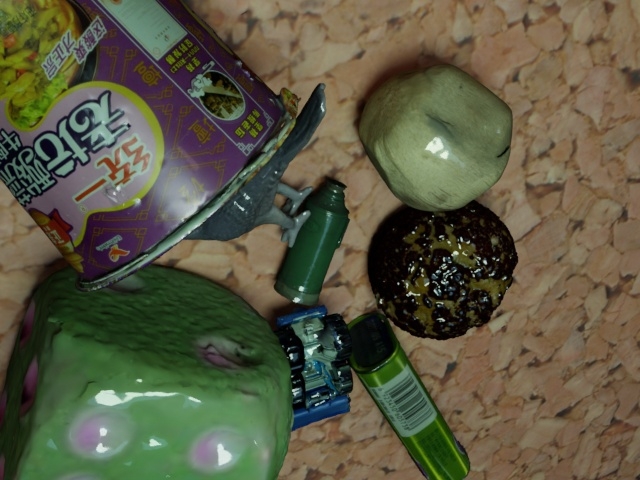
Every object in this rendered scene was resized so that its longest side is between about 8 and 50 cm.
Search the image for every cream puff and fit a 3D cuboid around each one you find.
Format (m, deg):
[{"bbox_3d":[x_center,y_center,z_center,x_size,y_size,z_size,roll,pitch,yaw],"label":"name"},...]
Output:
[{"bbox_3d":[0.197,0.049,1.089,0.239,0.165,0.239,-10,120,-18],"label":"cream puff"}]

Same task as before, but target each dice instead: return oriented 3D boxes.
[{"bbox_3d":[-0.238,0.232,0.913,0.318,0.330,0.322,15,107,-28],"label":"dice"}]

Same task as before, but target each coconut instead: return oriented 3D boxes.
[{"bbox_3d":[0.168,-0.135,0.965,0.224,0.224,0.224,-9,117,-17],"label":"coconut"}]

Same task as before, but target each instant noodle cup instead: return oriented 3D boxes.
[{"bbox_3d":[-0.228,-0.152,0.756,0.340,0.340,0.266,-39,112,0],"label":"instant noodle cup"}]

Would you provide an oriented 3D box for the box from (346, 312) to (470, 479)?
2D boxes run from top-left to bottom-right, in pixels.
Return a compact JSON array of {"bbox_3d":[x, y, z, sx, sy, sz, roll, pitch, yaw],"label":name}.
[{"bbox_3d":[0.150,0.282,1.202,0.097,0.134,0.345,-34,121,-3],"label":"box"}]

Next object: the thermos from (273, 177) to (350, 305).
[{"bbox_3d":[-0.002,0.001,1.040,0.083,0.073,0.187,16,108,-13],"label":"thermos"}]

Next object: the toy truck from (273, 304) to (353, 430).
[{"bbox_3d":[-0.020,0.197,1.097,0.113,0.126,0.208,-14,126,-15],"label":"toy truck"}]

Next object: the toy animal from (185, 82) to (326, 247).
[{"bbox_3d":[-0.087,-0.058,0.944,0.367,0.081,0.206,-30,148,24],"label":"toy animal"}]
